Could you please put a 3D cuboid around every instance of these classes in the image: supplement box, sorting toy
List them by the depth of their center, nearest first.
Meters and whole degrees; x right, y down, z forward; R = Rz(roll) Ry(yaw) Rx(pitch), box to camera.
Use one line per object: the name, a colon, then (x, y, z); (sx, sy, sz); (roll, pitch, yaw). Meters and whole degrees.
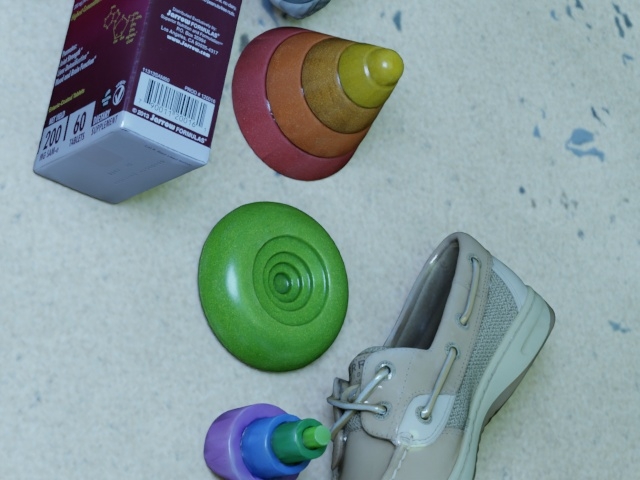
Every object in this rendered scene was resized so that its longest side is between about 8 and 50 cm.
supplement box: (-0.115, -0.158, 1.360); (0.073, 0.130, 0.239); (23, 66, -29)
sorting toy: (0.000, 0.000, 1.410); (0.127, 0.126, 0.366); (21, 67, -31)

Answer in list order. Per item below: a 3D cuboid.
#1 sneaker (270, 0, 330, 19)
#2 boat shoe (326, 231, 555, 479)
sneaker: (0.006, -0.299, 1.515); (0.129, 0.111, 0.297); (25, 60, -12)
boat shoe: (0.053, 0.130, 1.429); (0.110, 0.121, 0.341); (47, 47, -12)
